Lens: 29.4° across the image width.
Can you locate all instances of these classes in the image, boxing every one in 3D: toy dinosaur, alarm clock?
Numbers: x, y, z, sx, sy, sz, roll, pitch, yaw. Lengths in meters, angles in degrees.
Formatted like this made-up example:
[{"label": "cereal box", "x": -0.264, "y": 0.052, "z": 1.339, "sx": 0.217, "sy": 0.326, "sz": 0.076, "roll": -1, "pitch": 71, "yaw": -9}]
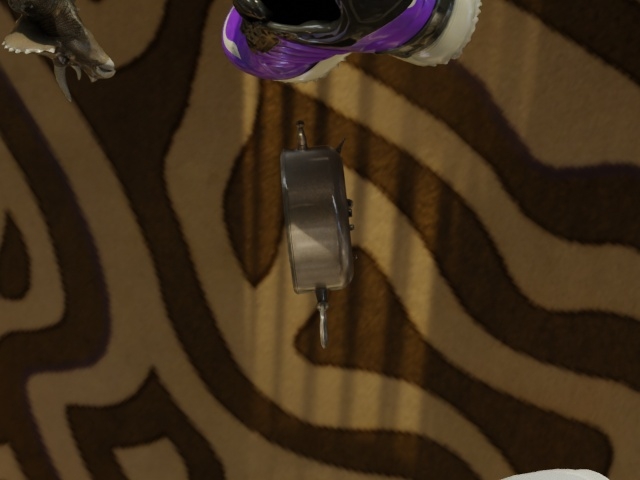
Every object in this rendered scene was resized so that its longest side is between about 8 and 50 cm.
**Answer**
[{"label": "toy dinosaur", "x": -0.299, "y": -0.306, "z": 1.234, "sx": 0.160, "sy": 0.121, "sz": 0.314, "roll": -25, "pitch": 90, "yaw": 40}, {"label": "alarm clock", "x": 0.000, "y": 0.000, "z": 1.078, "sx": 0.064, "sy": 0.129, "sz": 0.192, "roll": -3, "pitch": 77, "yaw": 1}]

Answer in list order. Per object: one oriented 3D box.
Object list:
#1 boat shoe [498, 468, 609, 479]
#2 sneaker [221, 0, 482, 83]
[{"label": "boat shoe", "x": 0.088, "y": 0.201, "z": 0.521, "sx": 0.156, "sy": 0.136, "sz": 0.367, "roll": 49, "pitch": 164, "yaw": 4}, {"label": "sneaker", "x": -0.021, "y": -0.192, "z": 0.955, "sx": 0.293, "sy": 0.146, "sz": 0.102, "roll": 2, "pitch": 85, "yaw": 54}]
